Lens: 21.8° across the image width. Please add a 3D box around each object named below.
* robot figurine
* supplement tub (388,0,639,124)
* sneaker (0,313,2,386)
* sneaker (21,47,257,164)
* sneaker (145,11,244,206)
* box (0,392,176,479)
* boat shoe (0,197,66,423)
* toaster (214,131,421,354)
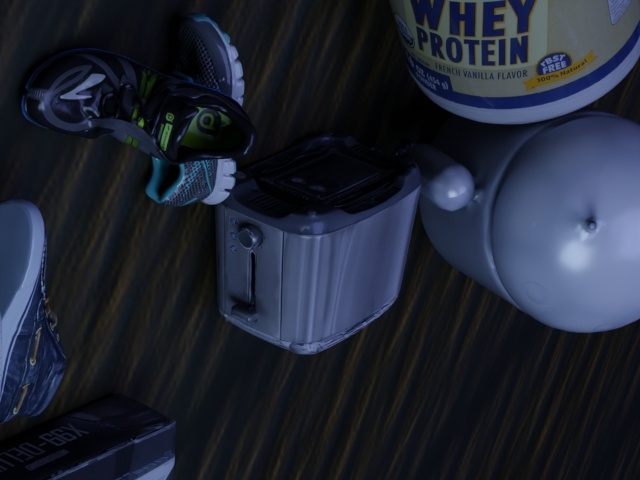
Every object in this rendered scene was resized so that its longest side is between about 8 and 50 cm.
[{"bbox_3d":[0.220,-0.032,1.566,0.300,0.353,0.200,8,101,-22],"label":"robot figurine"},{"bbox_3d":[0.155,-0.281,1.439,0.228,0.228,0.316,-50,142,-26],"label":"supplement tub"},{"bbox_3d":[-0.305,0.150,1.081,0.236,0.130,0.323,34,63,-49],"label":"sneaker"},{"bbox_3d":[-0.130,-0.098,1.244,0.188,0.078,0.067,11,101,-27],"label":"sneaker"},{"bbox_3d":[-0.107,-0.098,1.326,0.076,0.065,0.166,-22,123,-41],"label":"sneaker"},{"bbox_3d":[-0.232,0.306,1.355,0.242,0.076,0.307,-20,123,-47],"label":"box"},{"bbox_3d":[-0.227,0.053,1.243,0.083,0.065,0.183,-5,118,-56],"label":"boat shoe"},{"bbox_3d":[0.000,0.000,1.472,0.227,0.129,0.146,-29,134,-49],"label":"toaster"}]
